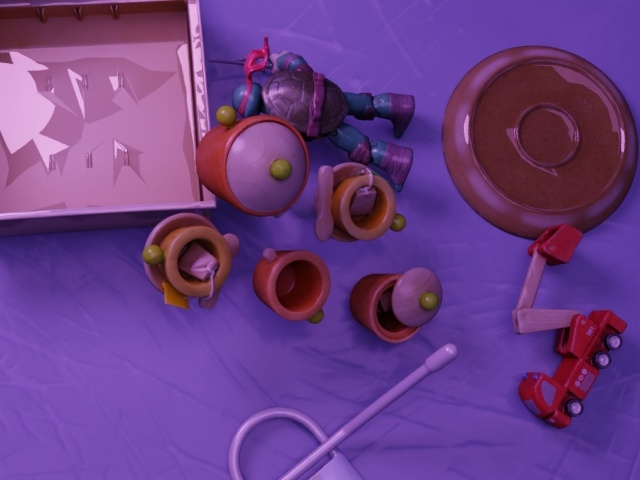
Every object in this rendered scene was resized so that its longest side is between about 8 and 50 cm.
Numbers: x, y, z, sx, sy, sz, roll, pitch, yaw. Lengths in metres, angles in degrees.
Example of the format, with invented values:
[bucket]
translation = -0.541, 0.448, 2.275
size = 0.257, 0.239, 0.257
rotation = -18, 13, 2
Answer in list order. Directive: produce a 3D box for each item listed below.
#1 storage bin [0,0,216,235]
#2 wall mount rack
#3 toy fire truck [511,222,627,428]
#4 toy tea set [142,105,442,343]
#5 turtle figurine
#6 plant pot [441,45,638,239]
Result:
[storage bin]
translation = -0.252, -0.141, 1.172
size = 0.262, 0.123, 0.260
rotation = -4, 80, -7
[wall mount rack]
translation = 0.076, 0.286, 1.121
size = 0.304, 0.130, 0.350
rotation = -38, 86, -12
[toy fire truck]
translation = 0.259, 0.093, 1.213
size = 0.135, 0.047, 0.192
rotation = 36, 78, -8
[toy tea set]
translation = 0.000, 0.000, 1.100
size = 0.336, 0.124, 0.200
rotation = 16, 89, -31
[turtle figurine]
translation = -0.015, -0.132, 1.207
size = 0.234, 0.118, 0.175
rotation = 12, 78, -10
[plant pot]
translation = 0.258, -0.118, 1.274
size = 0.236, 0.032, 0.236
rotation = 1, 78, -7
